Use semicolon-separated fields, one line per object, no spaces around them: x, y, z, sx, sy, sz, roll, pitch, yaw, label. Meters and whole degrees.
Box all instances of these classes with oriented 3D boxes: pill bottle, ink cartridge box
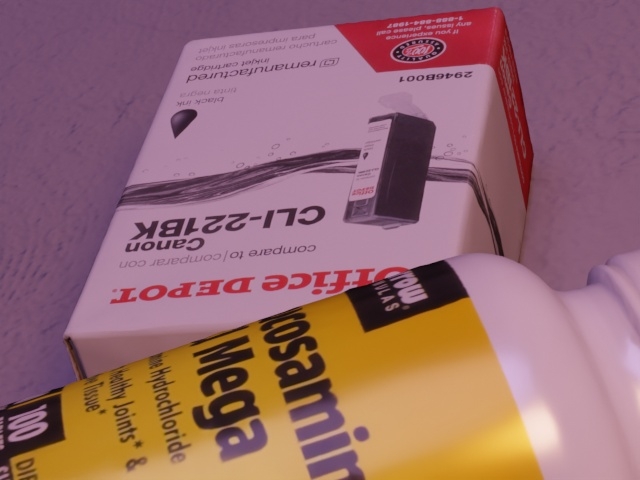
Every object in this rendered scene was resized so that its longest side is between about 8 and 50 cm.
0.019;0.116;0.748;0.334;0.188;0.188;-19;35;-3;pill bottle
0.000;0.000;0.975;0.197;0.114;0.273;-4;38;16;ink cartridge box
